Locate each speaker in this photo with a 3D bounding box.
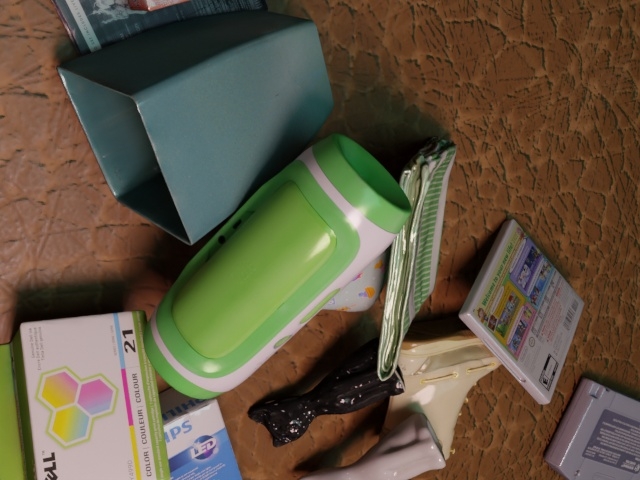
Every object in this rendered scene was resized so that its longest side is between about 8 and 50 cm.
[{"bbox_3d":[-0.050,0.032,0.791,0.131,0.131,0.296,32,113,-35],"label":"speaker"}]

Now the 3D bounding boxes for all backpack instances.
[{"bbox_3d":[0.000,0.000,0.921,0.144,0.188,0.165,7,102,-33],"label":"backpack"}]

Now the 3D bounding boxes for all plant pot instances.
[{"bbox_3d":[-0.112,-0.144,0.819,0.234,0.166,0.165,-36,130,-27],"label":"plant pot"}]

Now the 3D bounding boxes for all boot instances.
[{"bbox_3d":[0.209,0.225,1.178,0.262,0.095,0.203,-2,106,-30],"label":"boot"}]

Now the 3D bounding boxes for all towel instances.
[{"bbox_3d":[0.125,0.001,0.966,0.038,0.325,0.247,10,105,12],"label":"towel"}]

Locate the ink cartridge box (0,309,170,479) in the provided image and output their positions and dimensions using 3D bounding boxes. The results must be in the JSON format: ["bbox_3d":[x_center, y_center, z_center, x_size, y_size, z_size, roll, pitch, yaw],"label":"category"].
[{"bbox_3d":[-0.303,0.184,0.795,0.255,0.097,0.188,-4,73,-31],"label":"ink cartridge box"}]

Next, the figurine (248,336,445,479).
[{"bbox_3d":[0.039,0.268,1.061,0.209,0.092,0.214,-27,108,6],"label":"figurine"}]

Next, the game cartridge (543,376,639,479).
[{"bbox_3d":[0.546,0.383,1.467,0.294,0.060,0.196,25,88,-35],"label":"game cartridge"}]

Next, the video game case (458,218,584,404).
[{"bbox_3d":[0.307,0.102,1.159,0.193,0.023,0.212,47,51,-14],"label":"video game case"}]

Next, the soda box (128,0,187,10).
[{"bbox_3d":[-0.117,-0.293,0.813,0.183,0.058,0.063,-25,117,-26],"label":"soda box"}]

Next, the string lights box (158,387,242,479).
[{"bbox_3d":[-0.169,0.321,0.983,0.133,0.077,0.259,-24,116,-24],"label":"string lights box"}]

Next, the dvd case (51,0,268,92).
[{"bbox_3d":[-0.176,-0.280,0.827,0.221,0.018,0.164,-33,121,-20],"label":"dvd case"}]
